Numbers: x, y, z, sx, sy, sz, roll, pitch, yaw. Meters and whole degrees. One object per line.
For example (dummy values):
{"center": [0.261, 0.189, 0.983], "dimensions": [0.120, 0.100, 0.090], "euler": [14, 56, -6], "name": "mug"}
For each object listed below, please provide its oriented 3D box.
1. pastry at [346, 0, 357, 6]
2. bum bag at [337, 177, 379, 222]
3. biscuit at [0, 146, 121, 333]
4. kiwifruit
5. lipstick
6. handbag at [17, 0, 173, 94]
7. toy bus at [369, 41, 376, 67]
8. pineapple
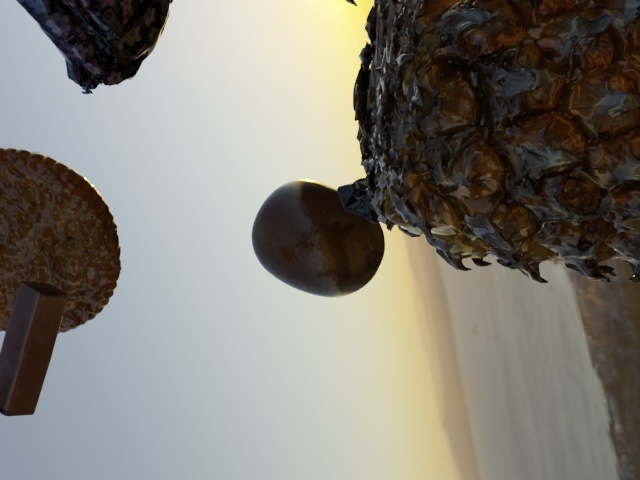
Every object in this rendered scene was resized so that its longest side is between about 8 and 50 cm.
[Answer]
{"center": [0.064, -0.234, 0.669], "dimensions": [0.063, 0.169, 0.087], "euler": [53, -151, -18], "name": "pastry"}
{"center": [0.122, -0.089, 1.386], "dimensions": [0.087, 0.197, 0.049], "euler": [53, 158, 30], "name": "bum bag"}
{"center": [-0.360, 0.007, 1.093], "dimensions": [0.035, 0.254, 0.254], "euler": [-85, -17, -66], "name": "biscuit"}
{"center": [0.000, 0.000, 1.581], "dimensions": [0.196, 0.234, 0.196], "euler": [-45, -34, -42], "name": "kiwifruit"}
{"center": [-0.329, 0.122, 1.030], "dimensions": [0.045, 0.045, 0.145], "euler": [9, -80, -51], "name": "lipstick"}
{"center": [-0.239, -0.288, 0.979], "dimensions": [0.208, 0.127, 0.229], "euler": [54, -136, -50], "name": "handbag"}
{"center": [0.201, -0.249, 1.237], "dimensions": [0.194, 0.287, 0.232], "euler": [-42, -63, -62], "name": "toy bus"}
{"center": [0.192, -0.133, 0.840], "dimensions": [0.352, 0.300, 0.352], "euler": [-175, 90, -79], "name": "pineapple"}
